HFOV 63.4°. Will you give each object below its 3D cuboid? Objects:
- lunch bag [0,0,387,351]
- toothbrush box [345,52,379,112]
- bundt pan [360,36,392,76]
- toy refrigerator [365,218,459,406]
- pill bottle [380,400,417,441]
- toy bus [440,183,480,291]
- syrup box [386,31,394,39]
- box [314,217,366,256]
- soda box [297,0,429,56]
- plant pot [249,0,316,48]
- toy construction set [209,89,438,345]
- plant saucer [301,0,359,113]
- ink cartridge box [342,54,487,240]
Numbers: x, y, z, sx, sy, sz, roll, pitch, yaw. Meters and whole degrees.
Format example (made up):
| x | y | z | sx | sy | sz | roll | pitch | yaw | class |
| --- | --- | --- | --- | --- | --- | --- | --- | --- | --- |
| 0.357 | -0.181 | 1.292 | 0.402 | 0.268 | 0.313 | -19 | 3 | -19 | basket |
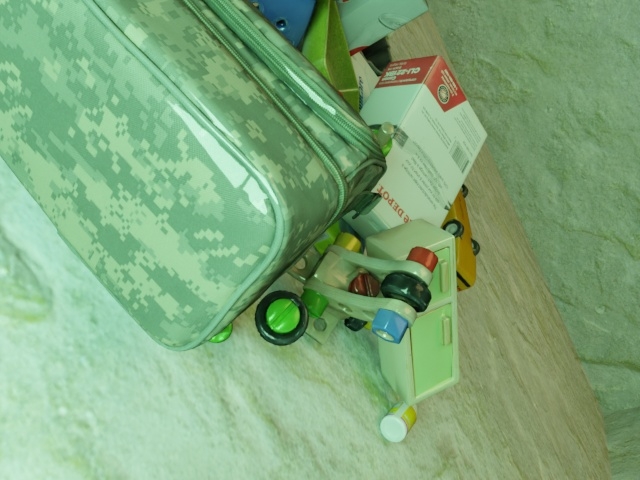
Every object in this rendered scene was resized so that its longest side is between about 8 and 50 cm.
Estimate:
| x | y | z | sx | sy | sz | roll | pitch | yaw | class |
| --- | --- | --- | --- | --- | --- | --- | --- | --- | --- |
| -0.101 | -0.104 | 0.464 | 0.305 | 0.212 | 0.256 | 46 | 36 | 5 | lunch bag |
| 0.085 | -0.203 | 1.018 | 0.295 | 0.126 | 0.217 | 41 | 39 | -40 | toothbrush box |
| 0.022 | -0.478 | 1.109 | 0.331 | 0.124 | 0.331 | 37 | 41 | -42 | bundt pan |
| 0.148 | 0.115 | 0.799 | 0.094 | 0.102 | 0.270 | 39 | -38 | 57 | toy refrigerator |
| 0.130 | 0.288 | 0.837 | 0.083 | 0.043 | 0.043 | -16 | 84 | -61 | pill bottle |
| 0.295 | -0.039 | 1.258 | 0.108 | 0.130 | 0.333 | 38 | 40 | -40 | toy bus |
| 0.096 | -0.625 | 1.369 | 0.237 | 0.093 | 0.096 | 57 | 31 | -19 | syrup box |
| 0.039 | -0.027 | 0.907 | 0.109 | 0.042 | 0.178 | 54 | 32 | -24 | box |
| 0.026 | -0.366 | 0.865 | 0.098 | 0.286 | 0.091 | 16 | 57 | -57 | soda box |
| -0.093 | -0.387 | 0.667 | 0.235 | 0.212 | 0.236 | 22 | 61 | -31 | plant pot |
| 0.000 | 0.000 | 0.684 | 0.237 | 0.257 | 0.309 | 120 | -23 | -71 | toy construction set |
| 0.014 | -0.230 | 0.748 | 0.188 | 0.045 | 0.188 | 65 | 22 | -50 | plant saucer |
| 0.141 | -0.131 | 0.862 | 0.197 | 0.114 | 0.273 | 42 | 70 | -38 | ink cartridge box |
